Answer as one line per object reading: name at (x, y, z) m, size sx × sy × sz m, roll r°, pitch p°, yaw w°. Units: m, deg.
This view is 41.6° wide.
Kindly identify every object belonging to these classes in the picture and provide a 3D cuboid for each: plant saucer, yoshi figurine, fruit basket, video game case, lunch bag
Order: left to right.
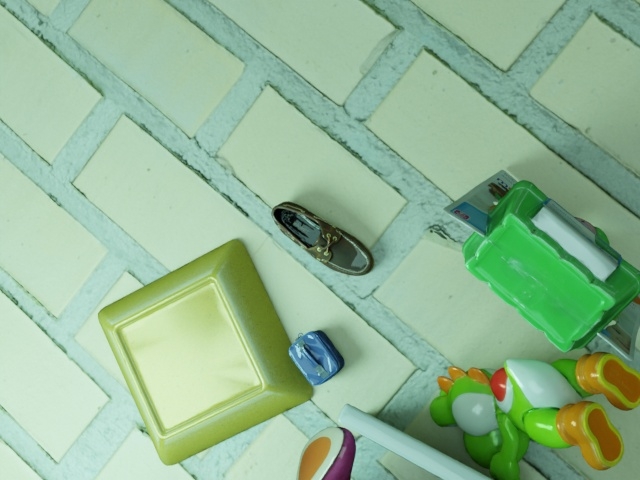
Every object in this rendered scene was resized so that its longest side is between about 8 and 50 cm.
plant saucer at (-0.231, 0.212, 1.556) m, size 0.333 × 0.081 × 0.333 m, roll -28°, pitch 83°, yaw 11°
lunch bag at (-0.009, 0.206, 1.511) m, size 0.067 × 0.065 × 0.098 m, roll -40°, pitch 81°, yaw 9°
video game case at (0.189, 0.359, 1.343) m, size 0.329 × 0.300 × 0.036 m, roll 26°, pitch 80°, yaw 12°
yoshi figurine at (0.335, 0.286, 1.336) m, size 0.362 × 0.203 × 0.203 m, roll -17°, pitch 75°, yaw 55°
fruit basket at (0.369, 0.012, 1.286) m, size 0.327 × 0.353 × 0.165 m, roll 42°, pitch 122°, yaw 11°

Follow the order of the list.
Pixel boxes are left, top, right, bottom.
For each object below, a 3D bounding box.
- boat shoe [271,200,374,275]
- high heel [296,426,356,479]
boat shoe at (0.000, 0.000, 1.511) m, size 0.207 × 0.073 × 0.073 m, roll 30°, pitch 94°, yaw 11°
high heel at (0.036, 0.432, 1.392) m, size 0.181 × 0.127 × 0.377 m, roll 18°, pitch 137°, yaw -8°
